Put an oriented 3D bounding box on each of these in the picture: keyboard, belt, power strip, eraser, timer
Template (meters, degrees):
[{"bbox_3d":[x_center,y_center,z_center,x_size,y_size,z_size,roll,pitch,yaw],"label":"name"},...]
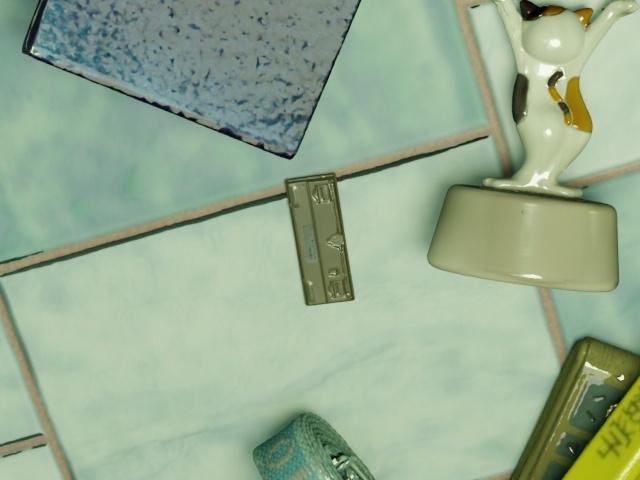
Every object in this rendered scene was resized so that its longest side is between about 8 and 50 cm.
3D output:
[{"bbox_3d":[0.000,0.000,1.878,0.049,0.015,0.129,-6,109,10],"label":"keyboard"},{"bbox_3d":[0.013,0.244,1.896,0.082,0.147,0.163,-35,133,10],"label":"belt"},{"bbox_3d":[0.220,0.277,1.939,0.092,0.066,0.387,21,109,-3],"label":"power strip"},{"bbox_3d":[0.309,0.223,1.862,0.158,0.069,0.226,30,98,-43],"label":"eraser"},{"bbox_3d":[0.200,-0.096,1.782,0.175,0.175,0.266,8,93,-1],"label":"timer"}]

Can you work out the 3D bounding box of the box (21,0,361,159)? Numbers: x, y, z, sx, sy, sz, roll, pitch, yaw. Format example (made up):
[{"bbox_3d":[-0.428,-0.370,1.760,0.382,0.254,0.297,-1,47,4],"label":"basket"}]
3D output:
[{"bbox_3d":[-0.090,-0.252,1.738,0.261,0.116,0.279,22,108,-6],"label":"box"}]
